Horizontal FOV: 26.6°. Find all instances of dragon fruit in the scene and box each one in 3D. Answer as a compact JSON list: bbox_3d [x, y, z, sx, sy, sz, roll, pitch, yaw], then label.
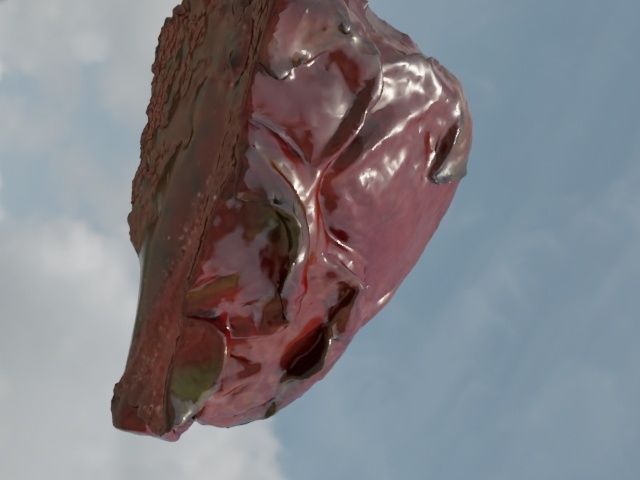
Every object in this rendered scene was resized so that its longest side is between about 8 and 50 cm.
[{"bbox_3d":[0.006,-0.001,0.952,0.228,0.286,0.329,-16,-125,56],"label":"dragon fruit"}]
